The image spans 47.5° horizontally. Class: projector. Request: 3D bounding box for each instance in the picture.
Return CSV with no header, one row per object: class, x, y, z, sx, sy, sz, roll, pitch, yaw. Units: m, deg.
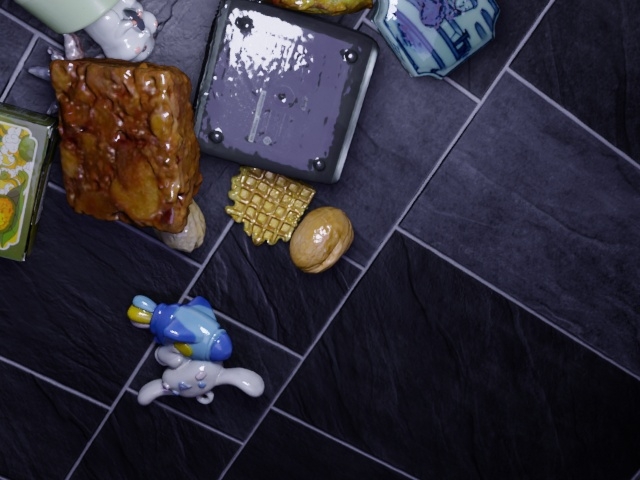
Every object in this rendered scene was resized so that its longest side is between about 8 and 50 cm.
projector,-0.104,-0.380,1.838,0.405,0.242,0.395,14,107,-12

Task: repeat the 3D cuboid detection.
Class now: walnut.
walnut,0.000,0.000,2.028,0.159,0.159,0.207,35,98,-18

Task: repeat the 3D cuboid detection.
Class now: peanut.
peanut,-0.414,-0.113,1.937,0.149,0.149,0.313,-25,107,0

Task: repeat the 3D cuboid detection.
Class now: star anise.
star anise,-0.615,-0.407,1.829,0.229,0.093,0.236,4,111,-10

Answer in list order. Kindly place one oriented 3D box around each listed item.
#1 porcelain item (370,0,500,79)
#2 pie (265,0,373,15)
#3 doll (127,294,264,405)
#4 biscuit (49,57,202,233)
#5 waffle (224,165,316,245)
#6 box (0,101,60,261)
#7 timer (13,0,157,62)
porcelain item,0.294,-0.581,1.877,0.286,0.157,0.281,-36,111,5
pie,-0.012,-0.599,1.737,0.288,0.355,0.103,12,114,9
doll,-0.379,0.313,2.059,0.376,0.187,0.366,-15,110,-4
biscuit,-0.454,-0.237,1.734,0.342,0.166,0.395,10,115,18
waffle,-0.158,-0.095,2.023,0.229,0.057,0.219,24,104,-15
box,-0.904,-0.179,1.839,0.420,0.138,0.373,15,106,-13
timer,-0.513,-0.554,1.731,0.290,0.291,0.315,-36,132,4
